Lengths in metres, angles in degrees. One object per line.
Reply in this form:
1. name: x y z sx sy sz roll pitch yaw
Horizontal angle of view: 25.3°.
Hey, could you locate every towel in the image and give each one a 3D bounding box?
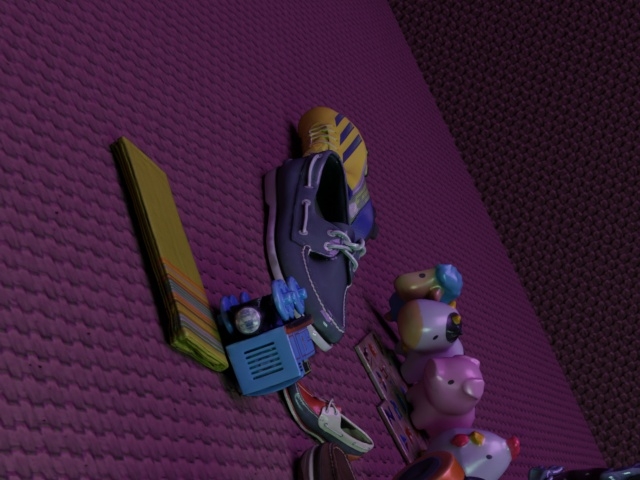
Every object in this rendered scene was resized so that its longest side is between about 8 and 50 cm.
1. towel: -0.147 0.013 1.388 0.102 0.021 0.237 48 18 -59

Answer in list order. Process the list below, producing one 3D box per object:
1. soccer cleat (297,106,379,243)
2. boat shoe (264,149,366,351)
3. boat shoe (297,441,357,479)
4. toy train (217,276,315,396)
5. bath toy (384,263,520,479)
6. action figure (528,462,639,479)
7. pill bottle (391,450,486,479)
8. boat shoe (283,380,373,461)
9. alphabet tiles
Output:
1. soccer cleat: 0.010 -0.107 2.002 0.121 0.093 0.289 41 24 -39
2. boat shoe: 0.000 0.000 1.751 0.116 0.099 0.319 51 18 -37
3. boat shoe: 0.051 0.300 1.385 0.095 0.095 0.257 45 22 -48
4. toy train: -0.050 0.097 1.444 0.184 0.080 0.105 -3 75 -82
5. bath toy: 0.175 0.192 1.913 0.151 0.129 0.348 49 20 -42
6. action figure: 0.413 0.513 2.062 0.276 0.248 0.370 -9 97 -41
7. pill bottle: 0.172 0.361 1.625 0.246 0.130 0.130 58 15 -12
8. boat shoe: 0.007 0.192 1.538 0.137 0.043 0.049 51 20 -32
9. alphabet tiles: 0.114 0.234 1.900 0.237 0.009 0.198 62 15 0
